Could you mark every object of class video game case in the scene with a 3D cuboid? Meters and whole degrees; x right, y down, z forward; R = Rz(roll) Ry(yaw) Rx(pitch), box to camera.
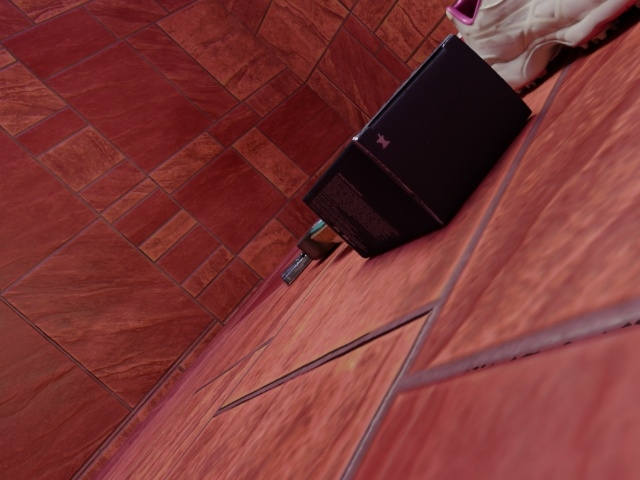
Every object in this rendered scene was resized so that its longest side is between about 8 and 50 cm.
[{"bbox_3d":[0.000,0.000,1.313,0.274,0.026,0.196,-47,4,-5],"label":"video game case"}]

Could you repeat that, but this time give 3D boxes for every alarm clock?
[{"bbox_3d":[0.002,-0.006,1.044,0.192,0.064,0.129,-43,5,25],"label":"alarm clock"}]

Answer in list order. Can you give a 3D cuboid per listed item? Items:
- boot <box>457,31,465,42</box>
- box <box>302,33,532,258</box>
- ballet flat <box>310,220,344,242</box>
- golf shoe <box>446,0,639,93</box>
[{"bbox_3d":[0.284,-0.281,0.695,0.244,0.088,0.176,-32,30,42],"label":"boot"},{"bbox_3d":[0.086,-0.082,0.537,0.153,0.108,0.207,-48,4,-16],"label":"box"},{"bbox_3d":[0.045,-0.032,0.790,0.073,0.067,0.206,-45,-1,-29],"label":"ballet flat"},{"bbox_3d":[0.224,-0.250,0.487,0.115,0.140,0.306,-47,5,-17],"label":"golf shoe"}]
